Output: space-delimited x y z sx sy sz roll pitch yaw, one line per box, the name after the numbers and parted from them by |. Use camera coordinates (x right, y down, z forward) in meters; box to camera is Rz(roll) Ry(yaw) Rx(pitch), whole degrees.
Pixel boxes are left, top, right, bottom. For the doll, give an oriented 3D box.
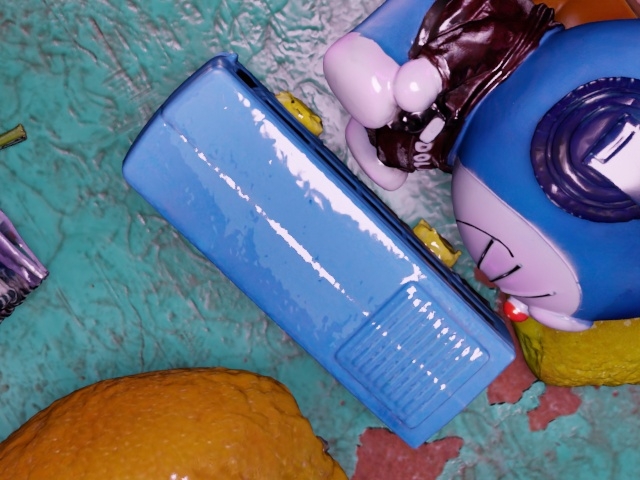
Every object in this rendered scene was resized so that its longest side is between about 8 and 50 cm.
0.178 -0.070 0.584 0.310 0.284 0.240 43 99 16 | doll

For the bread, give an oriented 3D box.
0.367 0.052 0.715 0.383 0.112 0.166 -4 98 4 | bread

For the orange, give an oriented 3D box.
-0.143 0.272 0.681 0.357 0.322 0.322 -35 96 1 | orange

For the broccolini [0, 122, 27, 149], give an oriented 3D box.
-0.399 -0.075 0.780 0.218 0.042 0.044 -24 96 0 | broccolini

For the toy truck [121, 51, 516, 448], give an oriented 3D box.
0.000 0.000 0.702 0.385 0.162 0.161 45 100 -4 | toy truck

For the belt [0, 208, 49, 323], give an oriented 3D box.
-0.424 0.080 0.715 0.295 0.207 0.160 -41 97 11 | belt

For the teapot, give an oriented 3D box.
0.244 -0.165 0.696 0.173 0.116 0.116 43 99 -15 | teapot
